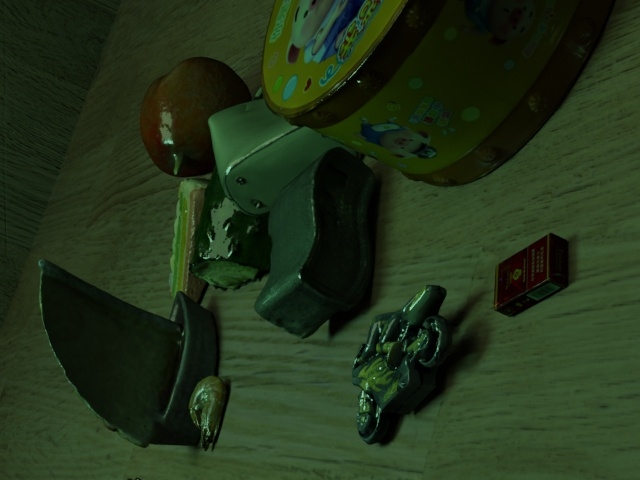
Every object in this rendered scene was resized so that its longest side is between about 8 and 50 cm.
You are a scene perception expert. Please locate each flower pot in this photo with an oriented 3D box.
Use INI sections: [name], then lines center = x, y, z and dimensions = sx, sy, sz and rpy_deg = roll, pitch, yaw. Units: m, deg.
[flower pot]
center = 0.000, 0.000, 1.490
dimensions = 0.108, 0.103, 0.229
rpy_deg = -38, 35, 48

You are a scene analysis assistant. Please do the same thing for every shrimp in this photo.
[shrimp]
center = -0.164, 0.243, 1.696
dimensions = 0.059, 0.023, 0.108
rpy_deg = 0, 65, 28

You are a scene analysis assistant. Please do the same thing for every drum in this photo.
[drum]
center = 0.127, -0.285, 1.344
dimensions = 0.431, 0.214, 0.431
rpy_deg = -46, 30, 37

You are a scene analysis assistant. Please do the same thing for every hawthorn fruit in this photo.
[hawthorn fruit]
center = -0.216, -0.185, 1.996
dimensions = 0.199, 0.199, 0.251
rpy_deg = -48, 17, 37

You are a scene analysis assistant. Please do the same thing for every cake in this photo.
[cake]
center = -0.213, 0.004, 1.969
dimensions = 0.109, 0.090, 0.225
rpy_deg = 28, 95, 63

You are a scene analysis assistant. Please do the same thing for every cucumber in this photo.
[cucumber]
center = -0.103, -0.094, 1.808
dimensions = 0.145, 0.105, 0.325
rpy_deg = -21, 47, 60

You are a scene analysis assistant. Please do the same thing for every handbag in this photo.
[handbag]
center = -0.056, -0.183, 1.711
dimensions = 0.241, 0.109, 0.315
rpy_deg = -26, 37, 11

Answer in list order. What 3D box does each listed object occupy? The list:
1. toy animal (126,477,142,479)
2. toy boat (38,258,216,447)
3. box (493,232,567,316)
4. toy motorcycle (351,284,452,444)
[toy animal]
center = -0.241, 0.448, 1.575
dimensions = 0.243, 0.087, 0.260
rpy_deg = -2, 59, 45
[toy boat]
center = -0.275, 0.180, 1.753
dimensions = 0.111, 0.293, 0.276
rpy_deg = -45, 47, 42
[box]
center = 0.197, 0.033, 1.133
dimensions = 0.082, 0.023, 0.052
rpy_deg = -38, 36, 48
[toy motorcycle]
center = 0.080, 0.120, 1.258
dimensions = 0.124, 0.061, 0.193
rpy_deg = -101, 32, -42
